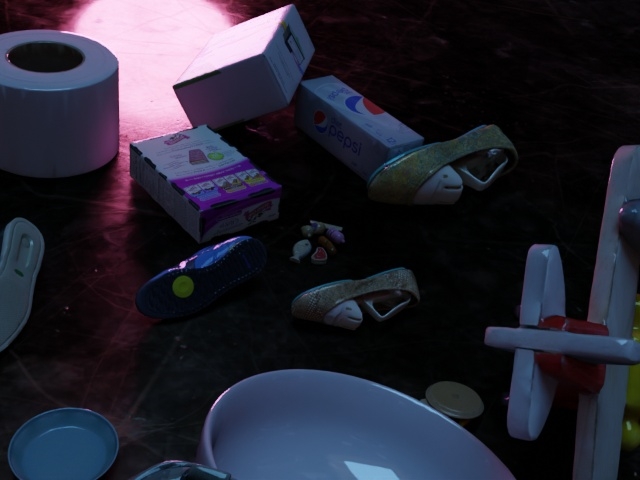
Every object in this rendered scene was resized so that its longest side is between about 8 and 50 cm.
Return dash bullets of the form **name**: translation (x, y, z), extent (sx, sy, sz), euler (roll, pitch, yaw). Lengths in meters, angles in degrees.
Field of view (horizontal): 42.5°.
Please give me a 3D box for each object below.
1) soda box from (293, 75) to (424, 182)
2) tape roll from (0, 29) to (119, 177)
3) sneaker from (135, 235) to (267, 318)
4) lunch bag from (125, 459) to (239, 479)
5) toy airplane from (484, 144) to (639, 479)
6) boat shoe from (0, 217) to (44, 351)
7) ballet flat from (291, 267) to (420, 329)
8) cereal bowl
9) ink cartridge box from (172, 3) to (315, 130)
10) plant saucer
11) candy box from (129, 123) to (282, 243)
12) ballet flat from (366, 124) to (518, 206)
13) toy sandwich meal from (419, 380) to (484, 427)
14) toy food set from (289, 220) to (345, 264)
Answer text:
- **soda box**: translation (0.066, -0.212, 1.581), extent (0.091, 0.098, 0.286), euler (-17, 43, -33)
- **tape roll**: translation (-0.474, -0.243, 1.436), extent (0.246, 0.169, 0.246), euler (7, 35, -5)
- **sneaker**: translation (-0.178, 0.054, 1.194), extent (0.209, 0.069, 0.082), euler (-27, 16, -29)
- **lunch bag**: translation (-0.133, 0.338, 0.597), extent (0.212, 0.305, 0.256), euler (20, 40, 10)
- **toy airplane**: translation (0.330, 0.136, 0.907), extent (0.272, 0.386, 0.384), euler (7, 34, 19)
- **boat shoe**: translation (-0.438, 0.071, 1.105), extent (0.079, 0.084, 0.233), euler (-24, 38, 20)
- **ballet flat**: translation (0.059, 0.090, 1.186), extent (0.206, 0.073, 0.067), euler (-15, 56, -25)
- **cereal bowl**: translation (0.030, 0.275, 0.817), extent (0.339, 0.141, 0.339), euler (18, 19, -6)
- **ink cartridge box**: translation (-0.143, -0.341, 1.626), extent (0.201, 0.117, 0.278), euler (-15, 29, 21)
- **plant saucer**: translation (-0.289, 0.240, 0.930), extent (0.119, 0.021, 0.119), euler (6, 35, -4)
- **candy box**: translation (-0.197, -0.100, 1.385), extent (0.159, 0.071, 0.233), euler (-19, 45, -34)
- **ballet flat**: translation (0.238, -0.124, 1.493), extent (0.348, 0.123, 0.123), euler (-23, 47, -38)
- **toy sandwich meal**: translation (0.171, 0.215, 1.070), extent (0.085, 0.029, 0.085), euler (9, 24, -4)
- **toy food set**: translation (0.000, 0.000, 1.335), extent (0.078, 0.019, 0.122), euler (13, 35, 5)
